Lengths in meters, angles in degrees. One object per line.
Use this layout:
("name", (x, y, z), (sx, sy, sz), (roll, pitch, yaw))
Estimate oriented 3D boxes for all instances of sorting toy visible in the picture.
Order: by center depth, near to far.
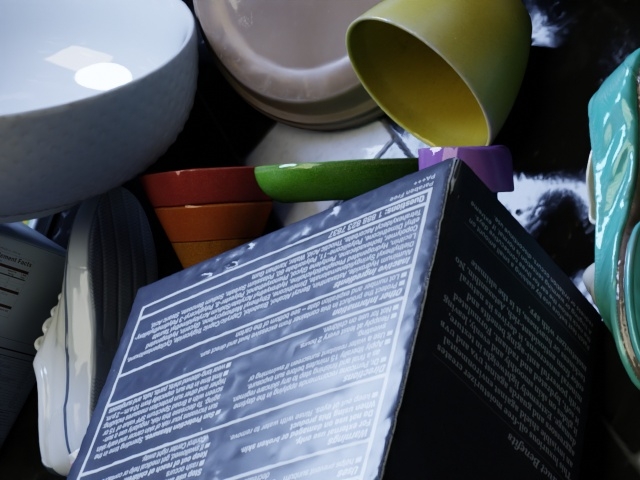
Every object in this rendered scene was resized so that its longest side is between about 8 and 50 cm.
("sorting toy", (0.000, 0.000, 1.228), (0.366, 0.127, 0.126), (-1, 92, 47))

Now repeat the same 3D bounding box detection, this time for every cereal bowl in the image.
("cereal bowl", (-0.265, -0.112, 1.366), (0.339, 0.339, 0.141), (35, 136, 48))

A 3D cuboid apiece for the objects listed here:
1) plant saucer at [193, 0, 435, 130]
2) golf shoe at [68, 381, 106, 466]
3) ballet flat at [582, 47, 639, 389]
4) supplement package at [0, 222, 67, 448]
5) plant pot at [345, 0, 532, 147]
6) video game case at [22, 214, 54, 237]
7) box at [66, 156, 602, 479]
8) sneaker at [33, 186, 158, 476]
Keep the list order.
("plant saucer", (-0.002, -0.227, 1.300), (0.278, 0.041, 0.277), (0, 90, 35))
("golf shoe", (-0.165, 0.199, 1.272), (0.067, 0.086, 0.186), (152, 140, -77))
("ballet flat", (0.208, -0.006, 1.037), (0.087, 0.083, 0.247), (141, 139, -58))
("supplement package", (-0.354, 0.059, 1.463), (0.194, 0.149, 0.203), (29, 93, 34))
("plant pot", (0.099, -0.141, 1.180), (0.095, 0.134, 0.134), (-47, 38, -19))
("video game case", (-0.326, -0.056, 1.621), (0.212, 0.023, 0.193), (7, 74, 45))
("box", (-0.003, 0.149, 1.023), (0.296, 0.183, 0.294), (-22, 35, 36))
("sneaker", (-0.203, 0.076, 1.375), (0.091, 0.094, 0.258), (-15, 60, 34))
